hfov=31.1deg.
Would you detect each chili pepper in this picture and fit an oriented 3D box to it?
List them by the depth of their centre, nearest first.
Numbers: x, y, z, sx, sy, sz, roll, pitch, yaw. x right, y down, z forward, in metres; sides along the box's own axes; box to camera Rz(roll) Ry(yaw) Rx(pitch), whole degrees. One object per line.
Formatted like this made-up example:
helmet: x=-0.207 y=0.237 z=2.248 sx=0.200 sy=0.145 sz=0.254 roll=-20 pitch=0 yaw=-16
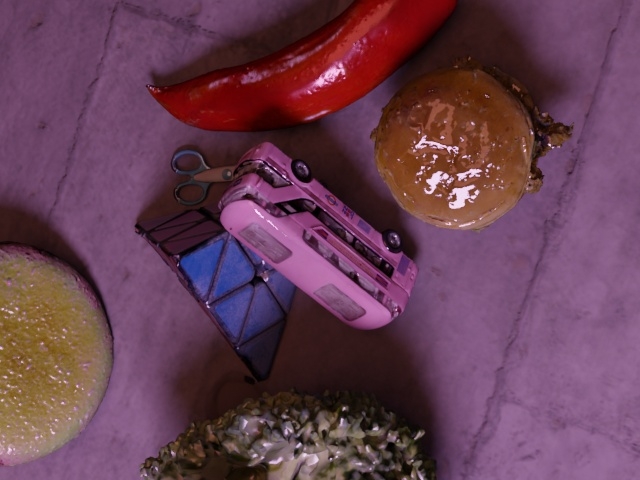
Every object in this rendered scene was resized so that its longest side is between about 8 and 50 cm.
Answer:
chili pepper: x=0.000 y=-0.191 z=1.112 sx=0.368 sy=0.092 sz=0.137 roll=-28 pitch=70 yaw=11

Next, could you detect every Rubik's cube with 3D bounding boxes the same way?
Rubik's cube: x=-0.063 y=-0.005 z=1.103 sx=0.178 sy=0.190 sz=0.211 roll=-40 pitch=82 yaw=-6

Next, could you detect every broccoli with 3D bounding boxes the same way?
broccoli: x=-0.070 y=0.284 z=1.028 sx=0.375 sy=0.302 sz=0.249 roll=-60 pitch=37 yaw=11

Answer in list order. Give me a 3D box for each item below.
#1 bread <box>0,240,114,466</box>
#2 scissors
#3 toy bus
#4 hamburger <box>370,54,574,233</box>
bread: x=-0.319 y=0.114 z=1.158 sx=0.228 sy=0.033 sz=0.228 roll=2 pitch=86 yaw=-21
scissors: x=-0.097 y=-0.067 z=1.172 sx=0.119 sy=0.014 sz=0.058 roll=-3 pitch=92 yaw=19
toy bus: x=0.000 y=0.000 z=1.061 sx=0.203 sy=0.090 sz=0.063 roll=39 pitch=139 yaw=-18
hamburger: x=0.138 y=-0.086 z=1.045 sx=0.185 sy=0.131 sz=0.159 roll=-9 pitch=89 yaw=12
